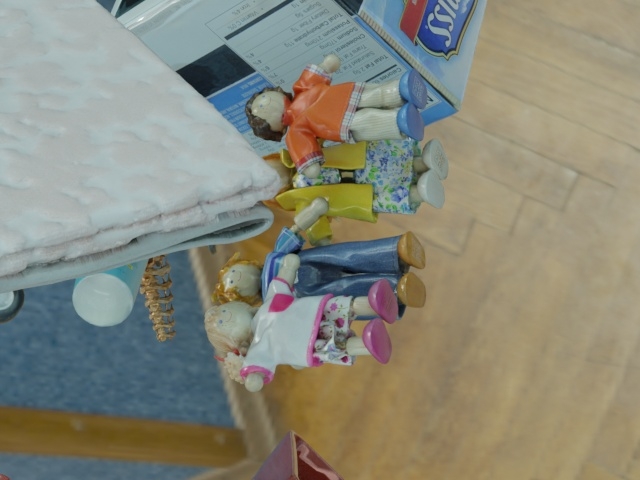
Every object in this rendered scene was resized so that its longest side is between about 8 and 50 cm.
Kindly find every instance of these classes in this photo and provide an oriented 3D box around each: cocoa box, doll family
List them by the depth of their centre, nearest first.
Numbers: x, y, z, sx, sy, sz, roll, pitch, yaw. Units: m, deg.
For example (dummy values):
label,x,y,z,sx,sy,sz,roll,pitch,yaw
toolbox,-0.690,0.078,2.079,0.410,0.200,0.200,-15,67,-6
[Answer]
label,x,y,z,sx,sy,sz,roll,pitch,yaw
doll family,0.000,0.000,1.154,0.163,0.118,0.263,-2,65,28
cocoa box,0.003,-0.262,1.396,0.231,0.228,0.347,-23,39,42

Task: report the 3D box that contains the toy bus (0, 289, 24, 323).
label,x,y,z,sx,sy,sz,roll,pitch,yaw
toy bus,-0.391,0.119,1.378,0.333,0.130,0.108,-56,9,-33

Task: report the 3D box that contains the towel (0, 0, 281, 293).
label,x,y,z,sx,sy,sz,roll,pitch,yaw
towel,-0.239,-0.068,1.008,0.317,0.332,0.053,43,135,38

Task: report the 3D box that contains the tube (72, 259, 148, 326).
label,x,y,z,sx,sy,sz,roll,pitch,yaw
tube,-0.186,0.007,1.454,0.207,0.080,0.052,-91,25,-64

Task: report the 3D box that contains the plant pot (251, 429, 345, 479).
label,x,y,z,sx,sy,sz,roll,pitch,yaw
plant pot,-0.015,0.382,1.572,0.267,0.267,0.236,45,90,-3

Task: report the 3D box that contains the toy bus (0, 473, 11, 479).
label,x,y,z,sx,sy,sz,roll,pitch,yaw
toy bus,-0.395,0.353,1.795,0.104,0.191,0.202,-12,88,-3

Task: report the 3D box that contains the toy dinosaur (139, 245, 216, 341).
label,x,y,z,sx,sy,sz,roll,pitch,yaw
toy dinosaur,-0.205,-0.054,1.826,0.164,0.218,0.322,12,85,15
